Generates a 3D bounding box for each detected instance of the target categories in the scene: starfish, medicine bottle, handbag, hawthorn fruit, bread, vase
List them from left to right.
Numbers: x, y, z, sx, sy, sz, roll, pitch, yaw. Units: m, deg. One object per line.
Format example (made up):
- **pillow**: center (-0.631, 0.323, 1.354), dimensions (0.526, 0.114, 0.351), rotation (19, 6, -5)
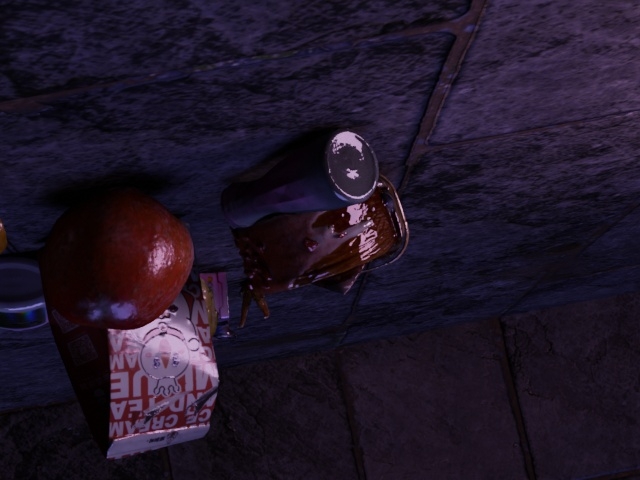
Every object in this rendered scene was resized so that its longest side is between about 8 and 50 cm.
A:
- **medicine bottle**: center (-0.429, 0.080, 1.770), dimensions (0.115, 0.078, 0.219), rotation (0, 166, -11)
- **hawthorn fruit**: center (-0.235, 0.026, 1.448), dimensions (0.173, 0.172, 0.173), rotation (-11, 169, -2)
- **handbag**: center (-0.247, 0.128, 1.619), dimensions (0.171, 0.298, 0.151), rotation (0, 165, -44)
- **starfish**: center (-0.120, 0.092, 2.213), dimensions (0.041, 0.133, 0.130), rotation (46, 160, -30)
- **vase**: center (-0.033, -0.063, 1.459), dimensions (0.086, 0.086, 0.214), rotation (-1, 170, -41)
- **bread**: center (0.000, 0.000, 1.611), dimensions (0.224, 0.142, 0.212), rotation (-16, -173, 23)

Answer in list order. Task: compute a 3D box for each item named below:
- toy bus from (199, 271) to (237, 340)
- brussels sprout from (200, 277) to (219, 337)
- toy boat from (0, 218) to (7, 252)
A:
- **toy bus**: center (-0.204, 0.121, 2.179), dimensions (0.112, 0.090, 0.274), rotation (-4, 167, -5)
- **brussels sprout**: center (-0.243, 0.119, 1.972), dimensions (0.122, 0.149, 0.151), rotation (-16, 179, 24)
- **toy boat**: center (-0.387, -0.007, 1.315), dimensions (0.088, 0.089, 0.229), rotation (-25, -162, -20)
